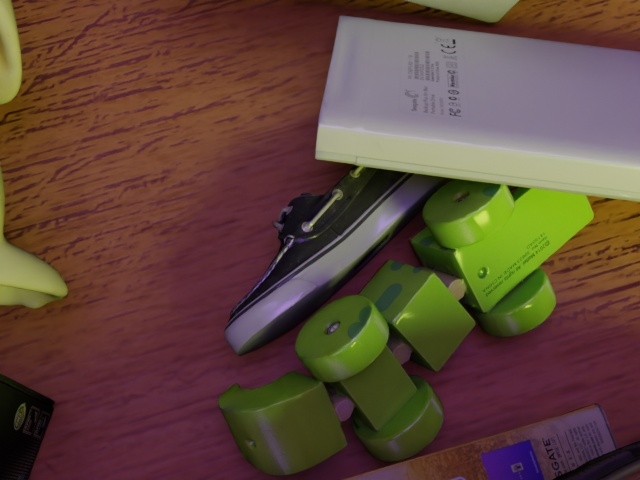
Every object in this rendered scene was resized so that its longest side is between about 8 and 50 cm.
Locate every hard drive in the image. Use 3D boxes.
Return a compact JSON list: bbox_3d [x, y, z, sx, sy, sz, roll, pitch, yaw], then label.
[{"bbox_3d":[0.158,-0.104,0.730,0.308,0.040,0.203,8,35,1],"label":"hard drive"}]

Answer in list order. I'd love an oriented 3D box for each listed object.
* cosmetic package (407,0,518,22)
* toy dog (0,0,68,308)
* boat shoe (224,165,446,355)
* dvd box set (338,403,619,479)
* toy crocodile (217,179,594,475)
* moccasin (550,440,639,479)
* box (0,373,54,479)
[{"bbox_3d":[0.076,-0.413,0.660,0.328,0.394,0.329,11,73,-15],"label":"cosmetic package"},{"bbox_3d":[-0.365,-0.161,0.624,0.285,0.395,0.407,-7,79,10],"label":"toy dog"},{"bbox_3d":[0.000,0.000,0.736,0.219,0.078,0.070,-41,78,-20],"label":"boat shoe"},{"bbox_3d":[0.052,0.295,0.572,0.420,0.062,0.307,-10,72,-27],"label":"dvd box set"},{"bbox_3d":[0.074,0.048,0.710,0.340,0.105,0.115,-43,117,-15],"label":"toy crocodile"},{"bbox_3d":[0.239,0.199,0.591,0.380,0.139,0.147,1,59,-36],"label":"moccasin"},{"bbox_3d":[-0.246,0.177,0.615,0.045,0.184,0.190,16,72,3],"label":"box"}]
